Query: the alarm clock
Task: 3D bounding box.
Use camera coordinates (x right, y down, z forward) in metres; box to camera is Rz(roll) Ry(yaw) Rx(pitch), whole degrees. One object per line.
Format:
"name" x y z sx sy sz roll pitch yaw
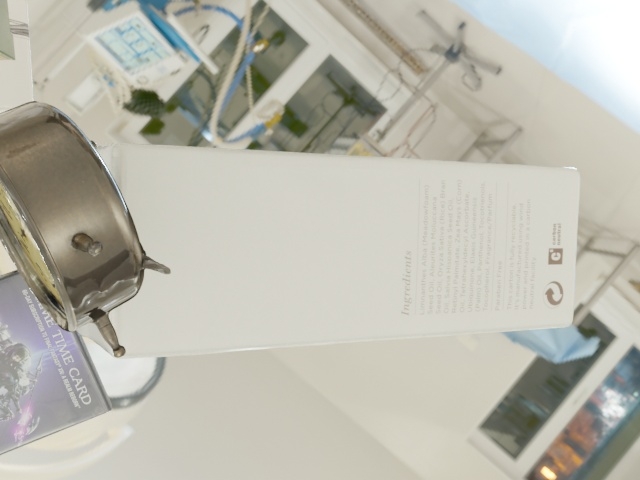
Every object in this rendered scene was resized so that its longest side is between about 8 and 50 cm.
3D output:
"alarm clock" -0.166 -0.028 0.467 0.192 0.064 0.129 43 150 24

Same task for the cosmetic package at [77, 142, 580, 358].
"cosmetic package" 0.000 0.000 0.754 0.454 0.161 0.230 -1 -176 -29

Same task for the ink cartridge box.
"ink cartridge box" -0.504 -0.300 1.146 0.115 0.272 0.198 -3 176 -32

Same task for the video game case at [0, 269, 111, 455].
"video game case" -0.403 0.159 0.886 0.026 0.274 0.196 -142 32 -72
